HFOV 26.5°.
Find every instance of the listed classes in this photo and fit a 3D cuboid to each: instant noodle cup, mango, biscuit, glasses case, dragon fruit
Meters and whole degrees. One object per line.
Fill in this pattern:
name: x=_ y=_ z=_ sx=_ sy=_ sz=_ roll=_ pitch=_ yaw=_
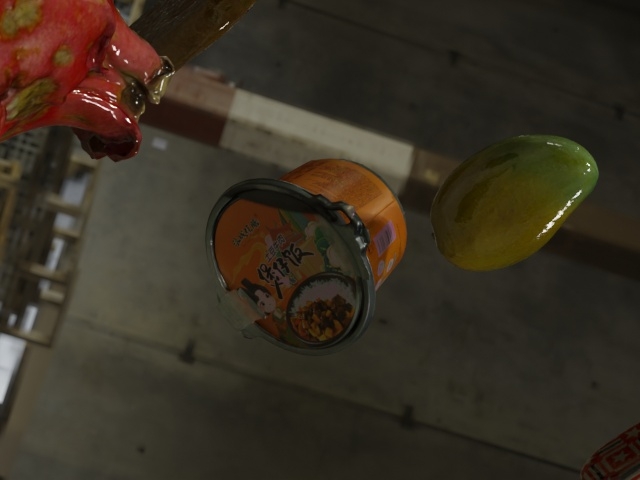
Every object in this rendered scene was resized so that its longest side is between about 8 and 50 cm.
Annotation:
instant noodle cup: x=0.000 y=0.000 z=1.258 sx=0.208 sy=0.177 sz=0.125 roll=-19 pitch=-165 yaw=42
mango: x=0.206 y=-0.043 z=1.460 sx=0.195 sy=0.130 sz=0.092 roll=-24 pitch=-166 yaw=22
biscuit: x=-0.169 y=-0.282 z=1.743 sx=0.367 sy=0.063 sz=0.314 roll=-29 pitch=-160 yaw=34
glasses case: x=0.320 y=0.178 z=1.191 sx=0.195 sy=0.049 sz=0.073 roll=-29 pitch=-163 yaw=0
dragon fruit: x=-0.177 y=-0.102 z=0.777 sx=0.262 sy=0.212 sz=0.134 roll=-39 pitch=-120 yaw=35
